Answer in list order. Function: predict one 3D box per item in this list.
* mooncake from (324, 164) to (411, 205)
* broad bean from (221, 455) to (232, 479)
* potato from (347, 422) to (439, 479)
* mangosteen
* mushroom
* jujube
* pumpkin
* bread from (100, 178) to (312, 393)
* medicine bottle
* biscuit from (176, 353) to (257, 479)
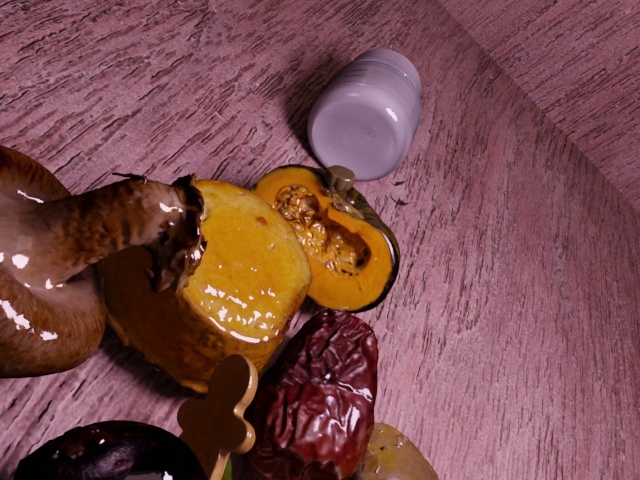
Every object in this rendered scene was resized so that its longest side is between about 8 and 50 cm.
[{"bbox_3d":[0.102,-0.114,1.522,0.347,0.057,0.150,20,25,-49],"label":"mooncake"},{"bbox_3d":[-0.144,0.347,1.090,0.065,0.046,0.254,-7,25,-21],"label":"broad bean"},{"bbox_3d":[0.135,0.450,1.297,0.191,0.141,0.296,8,52,-46],"label":"potato"},{"bbox_3d":[-0.253,0.355,0.893,0.233,0.287,0.288,10,52,-29],"label":"mangosteen"},{"bbox_3d":[-0.366,0.016,0.980,0.334,0.356,0.331,40,45,-49],"label":"mushroom"},{"bbox_3d":[-0.006,0.254,1.263,0.216,0.216,0.342,41,38,-14],"label":"jujube"},{"bbox_3d":[0.000,0.000,1.513,0.325,0.242,0.232,45,7,0],"label":"pumpkin"},{"bbox_3d":[-0.169,0.064,1.254,0.337,0.204,0.358,46,35,-15],"label":"bread"},{"bbox_3d":[0.118,-0.309,1.831,0.245,0.245,0.306,42,37,-13],"label":"medicine bottle"},{"bbox_3d":[-0.152,0.274,1.071,0.035,0.158,0.240,39,71,-43],"label":"biscuit"}]
